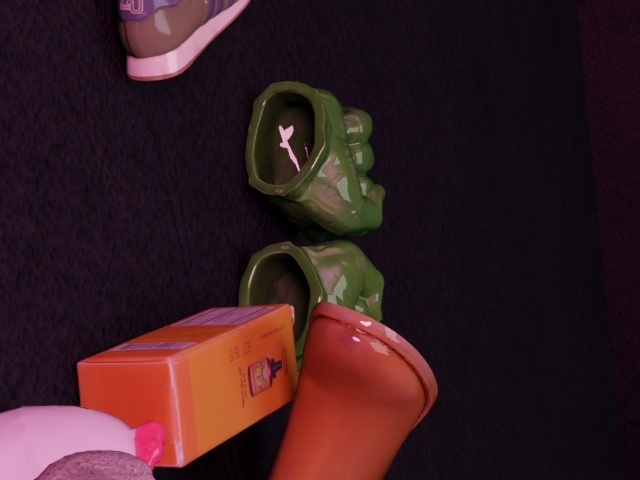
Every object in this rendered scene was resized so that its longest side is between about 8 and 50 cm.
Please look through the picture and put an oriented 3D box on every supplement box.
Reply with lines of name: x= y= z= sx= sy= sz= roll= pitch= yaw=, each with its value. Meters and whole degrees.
supplement box: x=-0.089 y=0.102 z=1.126 sx=0.233 sy=0.080 sz=0.078 roll=-17 pitch=103 yaw=-67

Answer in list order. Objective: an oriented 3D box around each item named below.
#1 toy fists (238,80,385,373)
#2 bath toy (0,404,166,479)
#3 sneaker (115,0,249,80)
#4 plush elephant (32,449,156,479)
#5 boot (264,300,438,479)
toy fists: x=0.000 y=0.000 z=1.354 sx=0.142 sy=0.096 sz=0.279 roll=38 pitch=49 yaw=-64
bath toy: x=-0.114 y=0.221 z=0.966 sx=0.151 sy=0.129 sz=0.348 roll=57 pitch=-8 yaw=49
sneaker: x=-0.103 y=-0.202 z=1.161 sx=0.192 sy=0.064 sz=0.086 roll=-62 pitch=147 yaw=-50
plush elephant: x=-0.169 y=0.291 z=0.679 sx=0.271 sy=0.255 sz=0.330 roll=-15 pitch=63 yaw=-31
boot: x=-0.017 y=0.186 z=1.146 sx=0.220 sy=0.109 sz=0.283 roll=-54 pitch=169 yaw=-27
